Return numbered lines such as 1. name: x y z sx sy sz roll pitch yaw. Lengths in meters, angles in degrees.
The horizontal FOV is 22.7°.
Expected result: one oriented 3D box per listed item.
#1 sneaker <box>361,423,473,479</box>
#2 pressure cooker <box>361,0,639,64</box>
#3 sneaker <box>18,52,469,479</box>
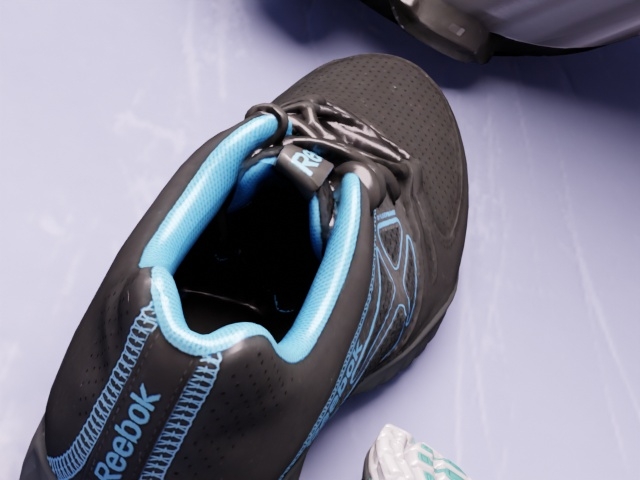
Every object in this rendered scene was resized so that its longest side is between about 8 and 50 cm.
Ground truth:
1. sneaker: 0.027 0.129 0.604 0.065 0.076 0.166 38 15 -8
2. pressure cooker: 0.148 -0.289 0.851 0.370 0.420 0.375 7 78 -30
3. sneaker: 0.000 0.000 0.665 0.125 0.139 0.341 26 39 4
